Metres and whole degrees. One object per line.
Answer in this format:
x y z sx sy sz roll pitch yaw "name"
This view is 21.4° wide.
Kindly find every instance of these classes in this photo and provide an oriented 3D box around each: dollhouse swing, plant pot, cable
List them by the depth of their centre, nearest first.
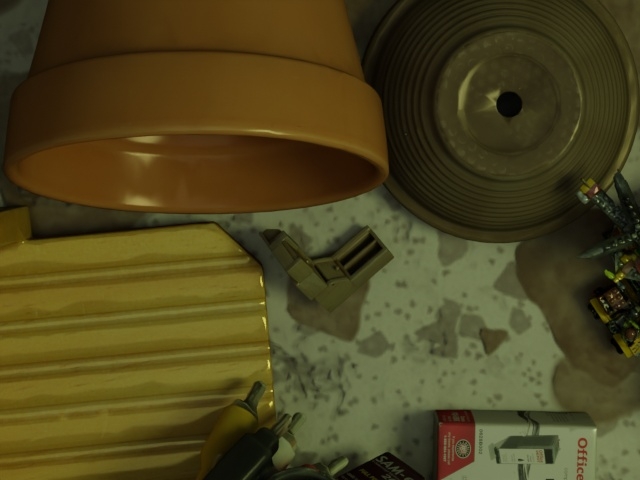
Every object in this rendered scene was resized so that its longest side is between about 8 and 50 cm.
-0.093 -0.145 1.300 0.290 0.291 0.204 0 79 0 "plant pot"
-0.092 0.238 1.319 0.139 0.072 0.287 39 67 18 "cable"
-0.212 0.151 1.324 0.304 0.315 0.347 -3 95 11 "dollhouse swing"
0.149 -0.112 1.374 0.237 0.110 0.237 0 96 -1 "plant pot"

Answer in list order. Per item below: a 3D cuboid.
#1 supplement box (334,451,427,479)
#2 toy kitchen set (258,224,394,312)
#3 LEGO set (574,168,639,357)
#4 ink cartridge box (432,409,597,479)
-0.013 0.286 1.376 0.239 0.073 0.130 -25 114 -20 "supplement box"
0.000 0.000 1.408 0.075 0.083 0.068 -41 53 3 "toy kitchen set"
0.380 0.008 1.338 0.331 0.192 0.255 -25 92 4 "LEGO set"
0.164 0.197 1.430 0.135 0.056 0.099 1 95 0 "ink cartridge box"
